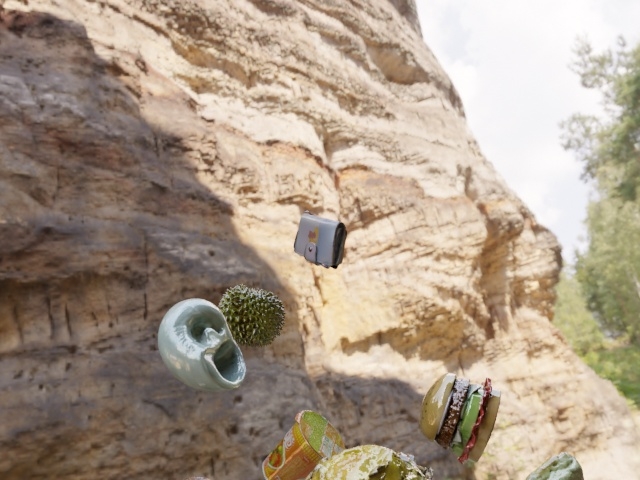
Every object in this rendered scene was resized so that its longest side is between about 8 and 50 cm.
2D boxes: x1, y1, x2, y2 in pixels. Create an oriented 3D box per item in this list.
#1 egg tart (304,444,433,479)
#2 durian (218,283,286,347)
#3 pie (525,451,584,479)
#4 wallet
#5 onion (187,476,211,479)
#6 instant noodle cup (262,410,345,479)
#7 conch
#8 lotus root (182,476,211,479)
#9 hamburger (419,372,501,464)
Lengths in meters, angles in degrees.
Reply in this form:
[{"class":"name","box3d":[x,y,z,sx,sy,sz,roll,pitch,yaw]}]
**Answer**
[{"class":"egg tart","box3d":[0.074,0.458,1.205,0.291,0.107,0.291,-18,11,3]},{"class":"durian","box3d":[-0.234,0.255,2.131,0.237,0.176,0.200,23,-72,-2]},{"class":"pie","box3d":[0.333,0.449,0.970,0.201,0.090,0.248,-13,-63,-31]},{"class":"wallet","box3d":[0.000,0.000,2.158,0.069,0.170,0.231,8,7,-36]},{"class":"onion","box3d":[-0.269,0.562,1.371,0.107,0.107,0.097,-20,-59,14]},{"class":"instant noodle cup","box3d":[-0.055,0.572,1.690,0.185,0.168,0.168,-46,-39,16]},{"class":"conch","box3d":[-0.231,0.215,1.254,0.185,0.221,0.121,19,-61,-24]},{"class":"lotus root","box3d":[-0.413,0.887,2.210,0.214,0.138,0.138,-2,-27,8]},{"class":"hamburger","box3d":[0.265,0.340,1.249,0.137,0.175,0.175,18,-25,14]}]
